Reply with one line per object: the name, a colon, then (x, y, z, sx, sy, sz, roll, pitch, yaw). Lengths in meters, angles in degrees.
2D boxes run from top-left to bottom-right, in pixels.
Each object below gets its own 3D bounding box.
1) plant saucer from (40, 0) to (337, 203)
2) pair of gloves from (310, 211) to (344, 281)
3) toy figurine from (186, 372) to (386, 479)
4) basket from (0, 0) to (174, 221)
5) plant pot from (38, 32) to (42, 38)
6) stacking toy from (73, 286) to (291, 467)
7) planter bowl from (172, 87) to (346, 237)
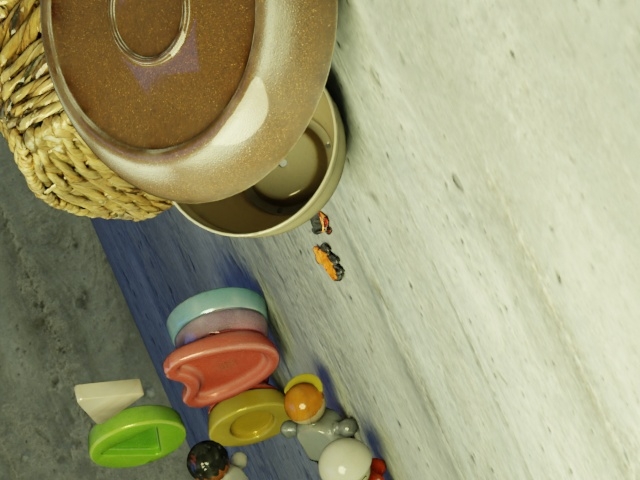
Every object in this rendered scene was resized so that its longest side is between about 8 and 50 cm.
plant saucer: (-0.123, -0.182, 1.201, 0.310, 0.050, 0.311, 6, 99, 36)
pair of gloves: (0.000, 0.000, 1.511, 0.074, 0.010, 0.083, -141, 32, -64)
toy figurine: (-0.037, 0.272, 1.672, 0.148, 0.213, 0.209, 61, 177, -34)
basket: (-0.216, -0.168, 1.477, 0.223, 0.213, 0.299, 63, -171, 18)
plant pot: (-0.302, -0.227, 1.897, 0.201, 0.201, 0.180, 60, 163, 26)
stacking toy: (-0.187, 0.171, 1.987, 0.309, 0.279, 0.130, 88, 167, -59)
planter bowl: (-0.047, -0.075, 1.303, 0.162, 0.162, 0.109, 63, -168, 16)
